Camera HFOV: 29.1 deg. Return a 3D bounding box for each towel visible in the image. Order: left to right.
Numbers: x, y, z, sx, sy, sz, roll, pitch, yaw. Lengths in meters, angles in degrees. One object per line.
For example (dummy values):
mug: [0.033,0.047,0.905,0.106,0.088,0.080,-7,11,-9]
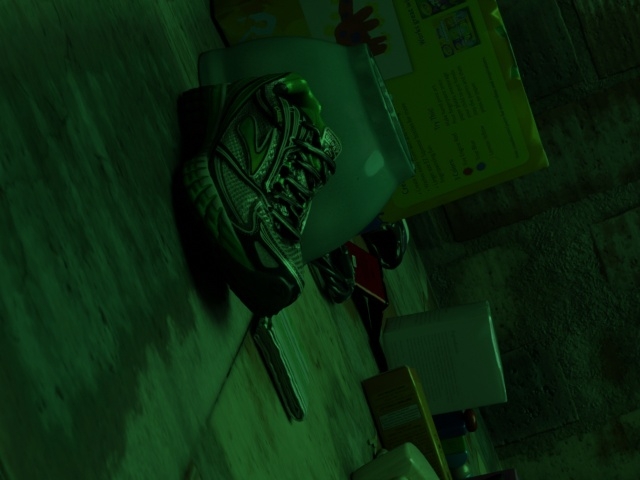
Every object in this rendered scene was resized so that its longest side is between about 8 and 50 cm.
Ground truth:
towel: [-0.040,0.114,1.295,0.152,0.023,0.113,-90,161,-74]

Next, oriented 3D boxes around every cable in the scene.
cable: [0.000,0.000,1.772,0.150,0.047,0.184,26,47,-71]

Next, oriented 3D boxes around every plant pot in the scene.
plant pot: [-0.001,-0.128,1.511,0.293,0.196,0.293,-20,90,-83]

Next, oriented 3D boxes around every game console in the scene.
game console: [0.066,0.086,2.075,0.124,0.085,0.144,32,23,-20]

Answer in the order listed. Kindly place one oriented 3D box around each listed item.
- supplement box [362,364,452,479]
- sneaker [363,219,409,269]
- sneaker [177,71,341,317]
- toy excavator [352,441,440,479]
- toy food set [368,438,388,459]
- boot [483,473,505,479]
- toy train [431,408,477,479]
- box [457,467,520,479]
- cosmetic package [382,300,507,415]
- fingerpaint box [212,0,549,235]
supplement box: [0.135,0.302,1.778,0.078,0.080,0.233,38,31,-74]
sneaker: [0.113,-0.075,2.487,0.124,0.107,0.283,-79,148,-64]
sneaker: [-0.052,-0.067,1.194,0.343,0.146,0.134,-100,167,-49]
toy excavator: [0.187,0.474,1.330,0.445,0.222,0.433,59,9,-11]
toy food set: [0.096,0.324,1.663,0.078,0.019,0.122,34,36,-76]
boot: [0.259,0.521,1.840,0.260,0.131,0.348,63,19,-4]
toy train: [0.238,0.342,2.315,0.248,0.105,0.143,-90,169,-68]
box: [0.332,0.569,2.180,0.213,0.117,0.243,-87,157,-50]
cosmetic package: [0.209,0.198,2.067,0.151,0.184,0.151,-48,127,-80]
fingerpaint box: [0.094,-0.254,1.822,0.163,0.371,0.445,-100,166,-51]
